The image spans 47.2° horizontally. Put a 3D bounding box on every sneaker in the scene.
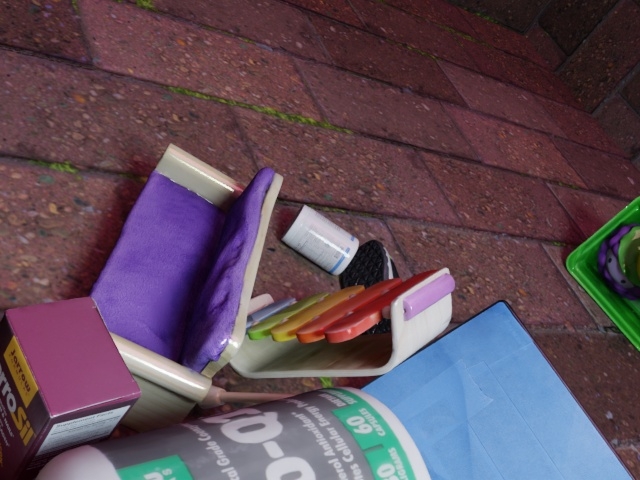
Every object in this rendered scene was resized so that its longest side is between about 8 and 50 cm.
[{"bbox_3d":[0.100,0.105,1.138,0.097,0.084,0.235,43,25,-41],"label":"sneaker"}]

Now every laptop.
[{"bbox_3d":[0.111,0.291,0.758,0.407,0.236,0.382,0,49,-44],"label":"laptop"}]

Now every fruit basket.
[{"bbox_3d":[0.729,0.091,1.536,0.392,0.283,0.392,39,21,-18],"label":"fruit basket"}]

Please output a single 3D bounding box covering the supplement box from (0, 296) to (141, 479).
[{"bbox_3d":[-0.243,0.148,0.634,0.080,0.188,0.104,-7,54,-47],"label":"supplement box"}]

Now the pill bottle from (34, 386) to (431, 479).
[{"bbox_3d":[-0.101,0.243,0.562,0.361,0.204,0.204,-6,53,-37],"label":"pill bottle"}]

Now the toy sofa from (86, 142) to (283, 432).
[{"bbox_3d":[-0.169,0.028,0.861,0.150,0.177,0.363,29,35,-15],"label":"toy sofa"}]

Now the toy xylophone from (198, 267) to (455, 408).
[{"bbox_3d":[-0.005,0.110,0.847,0.236,0.322,0.081,-27,102,-56],"label":"toy xylophone"}]

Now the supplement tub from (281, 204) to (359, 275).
[{"bbox_3d":[0.000,0.000,1.150,0.107,0.071,0.071,34,33,-7],"label":"supplement tub"}]
